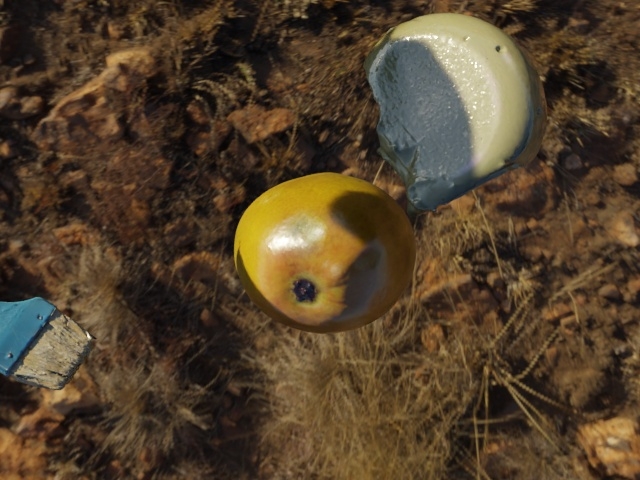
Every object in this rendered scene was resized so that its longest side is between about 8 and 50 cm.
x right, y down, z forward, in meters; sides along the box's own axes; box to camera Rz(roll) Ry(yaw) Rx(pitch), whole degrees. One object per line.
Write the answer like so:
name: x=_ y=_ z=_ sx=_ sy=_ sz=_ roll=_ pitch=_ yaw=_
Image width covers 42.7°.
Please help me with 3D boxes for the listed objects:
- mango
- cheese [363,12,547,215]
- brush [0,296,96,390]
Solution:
mango: x=0.000 y=0.000 z=0.996 sx=0.211 sy=0.317 sz=0.173 roll=-18 pitch=108 yaw=0
cheese: x=0.125 y=-0.137 z=0.809 sx=0.175 sy=0.091 sz=0.203 roll=-35 pitch=68 yaw=21
brush: x=-0.218 y=0.036 z=0.501 sx=0.164 sy=0.051 sz=0.014 roll=33 pitch=151 yaw=-5
